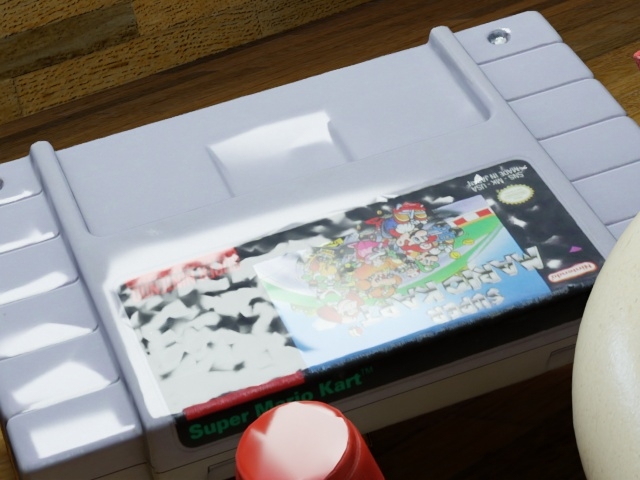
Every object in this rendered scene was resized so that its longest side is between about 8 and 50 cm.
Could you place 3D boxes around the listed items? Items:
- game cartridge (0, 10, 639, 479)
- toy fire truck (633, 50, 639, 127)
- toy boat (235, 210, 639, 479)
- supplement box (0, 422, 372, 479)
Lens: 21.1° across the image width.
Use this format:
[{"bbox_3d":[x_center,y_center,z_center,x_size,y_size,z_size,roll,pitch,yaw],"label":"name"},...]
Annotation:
[{"bbox_3d":[0.000,0.000,0.863,0.355,0.068,0.230,-17,38,-13],"label":"game cartridge"},{"bbox_3d":[0.211,-0.021,0.899,0.047,0.192,0.135,-27,9,-3],"label":"toy fire truck"},{"bbox_3d":[0.130,0.090,0.627,0.318,0.148,0.267,-14,43,7],"label":"toy boat"},{"bbox_3d":[-0.097,0.062,1.000,0.191,0.129,0.194,-16,14,-11],"label":"supplement box"}]
